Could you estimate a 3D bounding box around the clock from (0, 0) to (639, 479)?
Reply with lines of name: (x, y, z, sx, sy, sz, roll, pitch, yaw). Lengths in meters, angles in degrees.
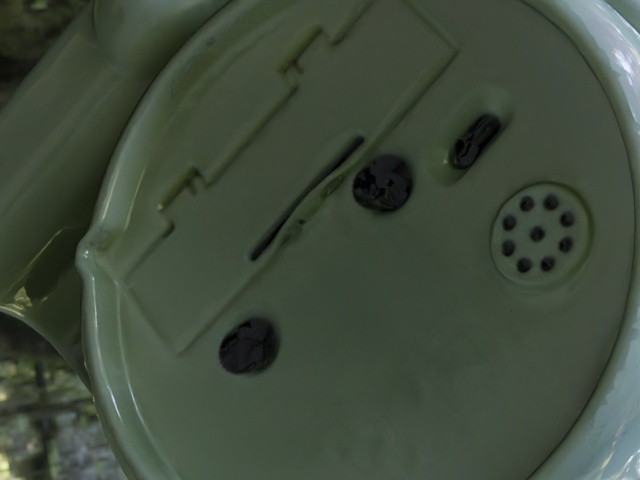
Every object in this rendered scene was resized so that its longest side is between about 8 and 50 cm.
clock: (0.029, 0.009, 0.521, 0.265, 0.108, 0.324, -48, -122, 10)
